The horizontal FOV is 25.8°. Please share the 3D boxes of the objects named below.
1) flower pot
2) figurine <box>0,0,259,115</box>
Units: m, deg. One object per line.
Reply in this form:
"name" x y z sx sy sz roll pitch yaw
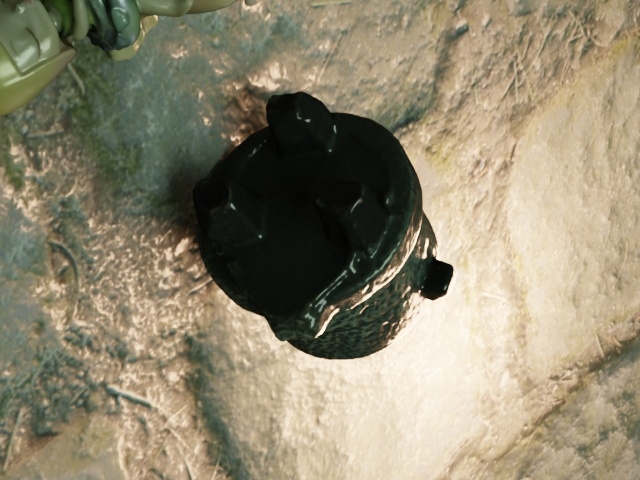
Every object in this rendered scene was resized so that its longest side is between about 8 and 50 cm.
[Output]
"flower pot" 0.000 0.000 1.679 0.299 0.299 0.283 -51 145 -13
"figurine" -0.232 -0.239 1.426 0.394 0.226 0.274 -39 163 -17
